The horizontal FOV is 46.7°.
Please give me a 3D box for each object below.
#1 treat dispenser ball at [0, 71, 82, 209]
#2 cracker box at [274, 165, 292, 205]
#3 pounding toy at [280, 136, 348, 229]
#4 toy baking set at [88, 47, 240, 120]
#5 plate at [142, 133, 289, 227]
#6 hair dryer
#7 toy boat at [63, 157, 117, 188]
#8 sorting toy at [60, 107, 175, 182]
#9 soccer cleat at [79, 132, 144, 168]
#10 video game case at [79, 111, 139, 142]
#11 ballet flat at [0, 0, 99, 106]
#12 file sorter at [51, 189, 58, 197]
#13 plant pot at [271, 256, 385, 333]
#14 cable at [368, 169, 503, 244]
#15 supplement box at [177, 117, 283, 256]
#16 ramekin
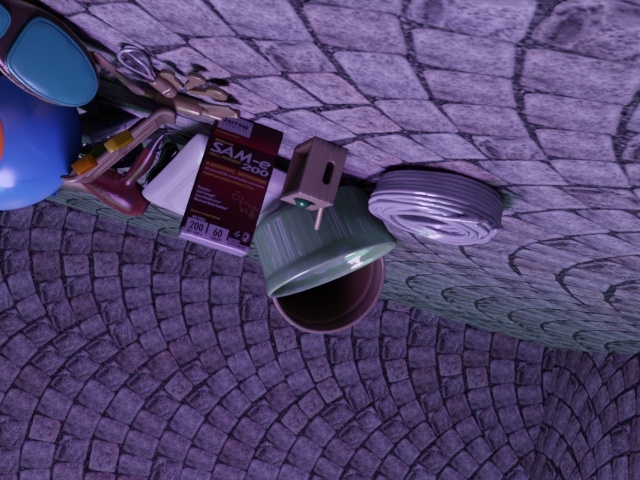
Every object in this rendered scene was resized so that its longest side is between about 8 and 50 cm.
[{"bbox_3d":[-0.588,-0.200,1.356,0.288,0.288,0.288,15,171,3],"label":"treat dispenser ball"},{"bbox_3d":[-0.143,-0.134,1.687,0.232,0.067,0.156,22,168,-27],"label":"cracker box"},{"bbox_3d":[-0.008,-0.104,1.413,0.100,0.141,0.130,19,170,-20],"label":"pounding toy"},{"bbox_3d":[-0.257,-0.265,1.244,0.256,0.030,0.197,16,168,-3],"label":"toy baking set"},{"bbox_3d":[-0.209,-0.096,1.598,0.277,0.045,0.278,23,145,-29],"label":"plate"},{"bbox_3d":[-0.417,-0.155,1.671,0.294,0.223,0.080,-3,-145,-3],"label":"hair dryer"},{"bbox_3d":[-0.702,-0.219,1.967,0.319,0.148,0.267,8,176,-1],"label":"toy boat"},{"bbox_3d":[-0.367,-0.176,1.338,0.041,0.229,0.307,55,174,-9],"label":"sorting toy"},{"bbox_3d":[-0.563,-0.243,1.715,0.319,0.108,0.116,9,-160,-5],"label":"soccer cleat"},{"bbox_3d":[-0.483,-0.237,1.541,0.157,0.019,0.143,10,-152,29],"label":"video game case"},{"bbox_3d":[-0.468,-0.314,1.082,0.123,0.123,0.348,10,169,30],"label":"ballet flat"},{"bbox_3d":[-0.849,-0.216,2.226,0.105,0.118,0.170,19,171,0],"label":"file sorter"},{"bbox_3d":[-0.020,0.063,2.065,0.323,0.323,0.280,20,-173,-23],"label":"plant pot"},{"bbox_3d":[0.223,-0.064,1.437,0.257,0.089,0.257,15,171,7],"label":"cable"},{"bbox_3d":[-0.166,-0.103,1.375,0.130,0.239,0.073,18,169,-14],"label":"supplement box"},{"bbox_3d":[0.000,0.000,1.620,0.304,0.148,0.303,-22,170,-4],"label":"ramekin"}]
